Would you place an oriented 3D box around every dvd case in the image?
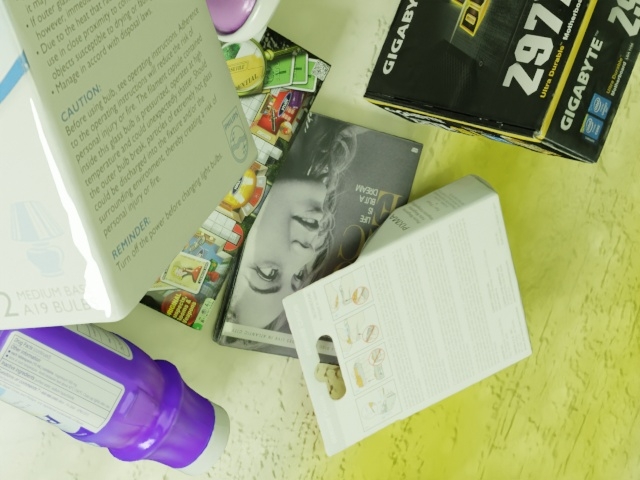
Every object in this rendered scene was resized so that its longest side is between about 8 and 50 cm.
[{"bbox_3d":[0.000,0.000,1.607,0.164,0.018,0.221,13,94,-36],"label":"dvd case"}]

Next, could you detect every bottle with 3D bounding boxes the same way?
[{"bbox_3d":[-0.197,0.112,1.440,0.283,0.118,0.092,32,82,-36],"label":"bottle"}]

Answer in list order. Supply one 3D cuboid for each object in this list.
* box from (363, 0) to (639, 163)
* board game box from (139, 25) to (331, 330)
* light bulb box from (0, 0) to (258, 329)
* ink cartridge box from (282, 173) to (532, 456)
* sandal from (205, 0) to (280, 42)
[{"bbox_3d":[0.188,-0.242,1.528,0.079,0.257,0.322,22,90,-36],"label":"box"},{"bbox_3d":[-0.103,-0.066,1.505,0.136,0.030,0.260,28,86,-26],"label":"board game box"},{"bbox_3d":[-0.283,-0.144,1.141,0.225,0.357,0.361,-56,134,-54],"label":"light bulb box"},{"bbox_3d":[0.077,0.069,1.653,0.232,0.066,0.189,-23,121,-13],"label":"ink cartridge box"},{"bbox_3d":[-0.084,-0.365,1.378,0.102,0.169,0.416,1,94,-28],"label":"sandal"}]
